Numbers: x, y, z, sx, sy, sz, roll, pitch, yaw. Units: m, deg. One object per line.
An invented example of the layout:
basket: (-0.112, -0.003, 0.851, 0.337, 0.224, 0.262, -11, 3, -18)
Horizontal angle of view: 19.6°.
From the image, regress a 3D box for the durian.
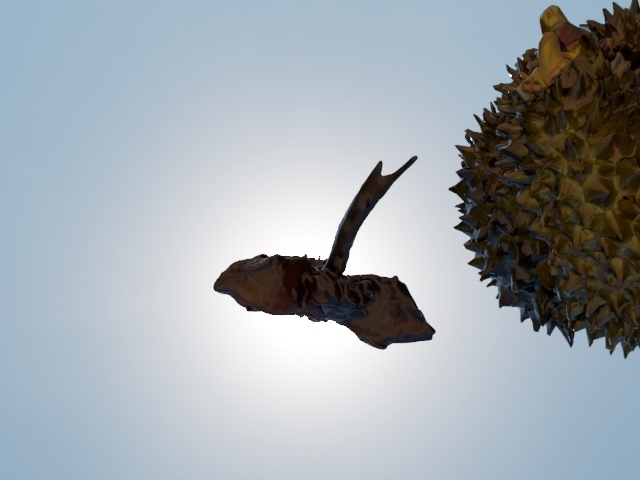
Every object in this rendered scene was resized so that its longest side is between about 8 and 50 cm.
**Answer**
durian: (0.214, -0.035, 1.286, 0.258, 0.293, 0.258, -2, -105, 6)

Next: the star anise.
star anise: (0.010, 0.002, 1.376, 0.140, 0.158, 0.144, 11, -90, 31)
